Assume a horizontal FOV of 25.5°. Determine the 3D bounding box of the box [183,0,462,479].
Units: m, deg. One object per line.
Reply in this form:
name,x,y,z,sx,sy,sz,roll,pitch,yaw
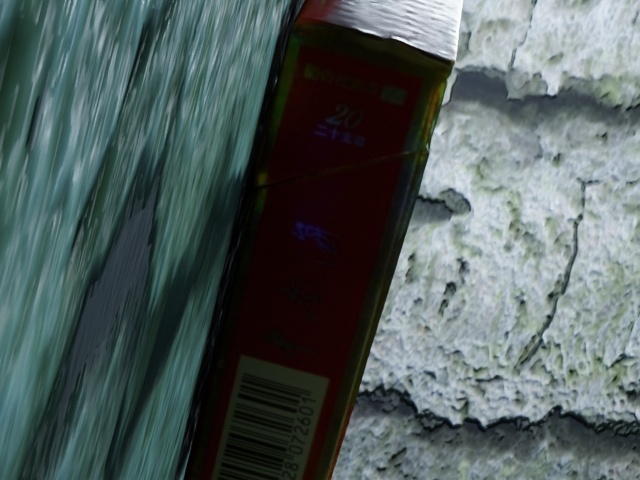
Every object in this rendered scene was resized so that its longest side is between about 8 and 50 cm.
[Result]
box,0.000,0.000,0.818,0.197,0.089,0.313,-71,177,-64
